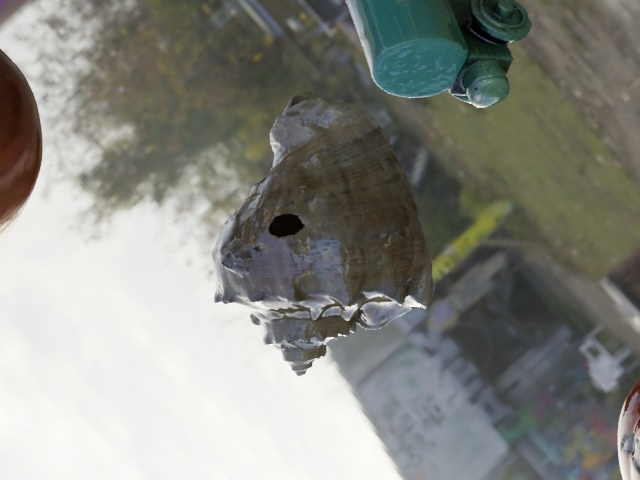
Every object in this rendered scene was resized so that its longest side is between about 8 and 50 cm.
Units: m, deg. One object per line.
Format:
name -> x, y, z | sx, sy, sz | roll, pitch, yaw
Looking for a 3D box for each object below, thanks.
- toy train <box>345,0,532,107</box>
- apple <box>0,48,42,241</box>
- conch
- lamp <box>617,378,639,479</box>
toy train -> 0.081, -0.214, 1.243 | 0.159, 0.101, 0.248 | 4, -133, -22
apple -> -0.335, -0.049, 1.048 | 0.242, 0.242, 0.241 | 48, -140, -9
conch -> -0.003, 0.007, 1.645 | 0.186, 0.263, 0.324 | -53, -36, -56
lamp -> 0.319, 0.165, 1.088 | 0.187, 0.187, 0.164 | -127, 21, -64
